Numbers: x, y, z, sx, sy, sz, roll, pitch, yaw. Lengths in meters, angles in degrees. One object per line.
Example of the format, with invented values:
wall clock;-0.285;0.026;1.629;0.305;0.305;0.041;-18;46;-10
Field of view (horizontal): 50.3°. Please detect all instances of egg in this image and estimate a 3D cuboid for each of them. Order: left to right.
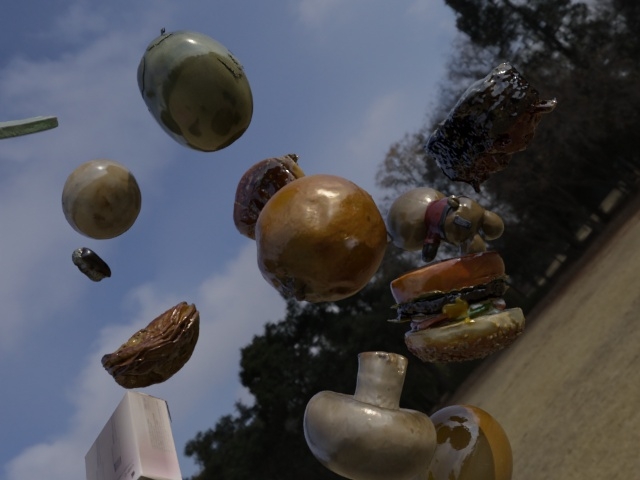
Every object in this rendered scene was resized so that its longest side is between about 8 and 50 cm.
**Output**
egg;0.341;0.561;1.673;0.250;0.250;0.323;107;-177;-53

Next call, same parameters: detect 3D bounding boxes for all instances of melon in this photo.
melon;-0.317;-0.385;1.736;0.268;0.330;0.268;-27;23;13

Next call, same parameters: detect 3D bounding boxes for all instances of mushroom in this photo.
mushroom;-0.571;-0.110;1.741;0.207;0.215;0.208;-16;-67;-41
mushroom;0.081;0.262;1.030;0.204;0.204;0.204;-45;-17;-18

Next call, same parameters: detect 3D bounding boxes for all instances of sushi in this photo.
sushi;-0.445;0.044;1.343;0.045;0.083;0.044;-17;40;27
sushi;0.374;-0.254;1.513;0.196;0.182;0.343;-49;0;-20

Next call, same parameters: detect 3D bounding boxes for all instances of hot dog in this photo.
hot dog;-0.388;0.262;1.645;0.259;0.114;0.175;-35;-29;-13

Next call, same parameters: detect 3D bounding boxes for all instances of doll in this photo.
doll;0.310;-0.049;1.818;0.235;0.329;0.174;-52;-56;-23

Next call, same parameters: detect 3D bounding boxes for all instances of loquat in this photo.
loquat;0.000;0.000;1.658;0.328;0.328;0.328;-45;-17;-18

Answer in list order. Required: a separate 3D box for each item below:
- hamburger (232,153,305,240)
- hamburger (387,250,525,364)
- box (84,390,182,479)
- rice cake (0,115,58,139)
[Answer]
hamburger;-0.133;-0.122;2.010;0.286;0.243;0.146;-50;-29;5
hamburger;0.301;0.153;1.508;0.290;0.225;0.291;-13;-8;-2
box;-0.390;0.472;1.405;0.106;0.252;0.203;27;-74;-33
rice cake;-0.772;-0.285;1.731;0.221;0.080;0.042;-37;-55;-61
